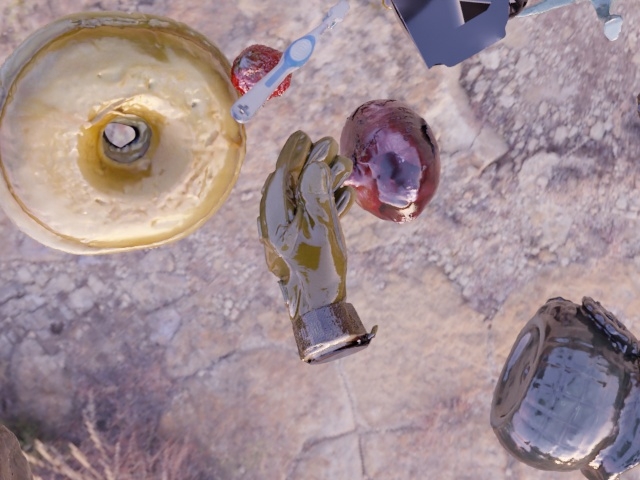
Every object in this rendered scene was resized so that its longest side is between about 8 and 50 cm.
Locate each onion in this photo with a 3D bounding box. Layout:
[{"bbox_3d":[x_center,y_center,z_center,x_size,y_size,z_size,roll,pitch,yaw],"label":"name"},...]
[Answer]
[{"bbox_3d":[0.114,-0.144,1.695,0.219,0.252,0.252,-20,108,-14],"label":"onion"}]

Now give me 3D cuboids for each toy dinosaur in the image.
[{"bbox_3d":[0.393,-0.355,1.232,0.393,0.205,0.092,-19,126,18],"label":"toy dinosaur"}]

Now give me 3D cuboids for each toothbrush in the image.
[{"bbox_3d":[-0.037,-0.282,1.347,0.040,0.386,0.040,14,131,17],"label":"toothbrush"}]

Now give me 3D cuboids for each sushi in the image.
[{"bbox_3d":[0.143,-0.286,0.921,0.172,0.150,0.153,-29,106,4],"label":"sushi"}]

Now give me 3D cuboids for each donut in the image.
[{"bbox_3d":[-0.332,-0.171,1.479,0.198,0.449,0.448,-141,44,-56],"label":"donut"}]

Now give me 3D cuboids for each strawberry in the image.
[{"bbox_3d":[-0.097,-0.272,1.430,0.106,0.106,0.106,9,115,19],"label":"strawberry"}]

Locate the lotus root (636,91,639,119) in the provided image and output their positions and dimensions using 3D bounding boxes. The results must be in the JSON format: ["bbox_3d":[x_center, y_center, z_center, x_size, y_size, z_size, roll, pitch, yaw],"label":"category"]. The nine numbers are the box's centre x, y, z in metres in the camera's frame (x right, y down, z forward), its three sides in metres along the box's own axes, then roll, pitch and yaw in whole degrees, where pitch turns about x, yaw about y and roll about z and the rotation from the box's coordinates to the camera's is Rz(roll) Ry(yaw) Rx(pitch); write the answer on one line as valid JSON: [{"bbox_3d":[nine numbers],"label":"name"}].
[{"bbox_3d":[0.229,-0.087,0.219,0.152,0.169,0.343,22,151,-20],"label":"lotus root"}]

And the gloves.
[{"bbox_3d":[-0.015,0.006,1.251,0.141,0.154,0.331,-15,78,21],"label":"gloves"}]

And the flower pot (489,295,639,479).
[{"bbox_3d":[0.427,0.240,1.472,0.213,0.301,0.301,23,120,0],"label":"flower pot"}]

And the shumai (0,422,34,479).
[{"bbox_3d":[-0.267,0.178,0.543,0.218,0.184,0.185,54,164,24],"label":"shumai"}]
